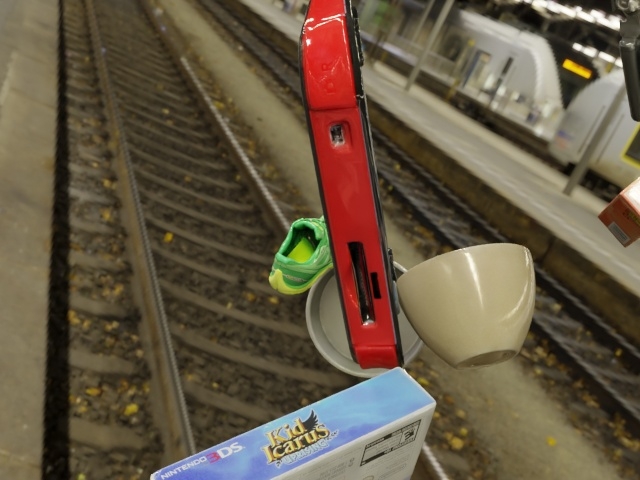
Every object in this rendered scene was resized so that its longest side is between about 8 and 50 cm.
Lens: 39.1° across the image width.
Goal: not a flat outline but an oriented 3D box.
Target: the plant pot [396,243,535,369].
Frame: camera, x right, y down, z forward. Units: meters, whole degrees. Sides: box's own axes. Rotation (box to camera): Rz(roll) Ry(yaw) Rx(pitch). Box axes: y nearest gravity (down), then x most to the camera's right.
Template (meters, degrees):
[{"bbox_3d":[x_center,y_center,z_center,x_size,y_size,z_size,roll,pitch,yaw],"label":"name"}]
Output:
[{"bbox_3d":[0.307,0.150,1.805,0.284,0.284,0.190,12,58,-44],"label":"plant pot"}]

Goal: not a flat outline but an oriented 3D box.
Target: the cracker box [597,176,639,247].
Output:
[{"bbox_3d":[0.502,-0.095,1.232,0.067,0.232,0.155,51,-1,12],"label":"cracker box"}]

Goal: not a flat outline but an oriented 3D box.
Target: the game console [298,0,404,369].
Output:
[{"bbox_3d":[0.044,-0.087,0.984,0.060,0.386,0.342,-6,30,8],"label":"game console"}]

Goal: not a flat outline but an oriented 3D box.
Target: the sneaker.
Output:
[{"bbox_3d":[0.000,0.000,1.951,0.110,0.123,0.295,25,47,20],"label":"sneaker"}]

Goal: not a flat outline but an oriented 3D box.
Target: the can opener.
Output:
[{"bbox_3d":[0.534,-0.323,1.460,0.076,0.095,0.283,16,-35,40],"label":"can opener"}]

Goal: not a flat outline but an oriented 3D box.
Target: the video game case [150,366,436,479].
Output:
[{"bbox_3d":[-0.035,0.261,0.836,0.270,0.244,0.061,-17,44,-34],"label":"video game case"}]

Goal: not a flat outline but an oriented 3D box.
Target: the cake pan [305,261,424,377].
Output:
[{"bbox_3d":[0.113,0.173,2.106,0.293,0.293,0.054,28,14,10],"label":"cake pan"}]
